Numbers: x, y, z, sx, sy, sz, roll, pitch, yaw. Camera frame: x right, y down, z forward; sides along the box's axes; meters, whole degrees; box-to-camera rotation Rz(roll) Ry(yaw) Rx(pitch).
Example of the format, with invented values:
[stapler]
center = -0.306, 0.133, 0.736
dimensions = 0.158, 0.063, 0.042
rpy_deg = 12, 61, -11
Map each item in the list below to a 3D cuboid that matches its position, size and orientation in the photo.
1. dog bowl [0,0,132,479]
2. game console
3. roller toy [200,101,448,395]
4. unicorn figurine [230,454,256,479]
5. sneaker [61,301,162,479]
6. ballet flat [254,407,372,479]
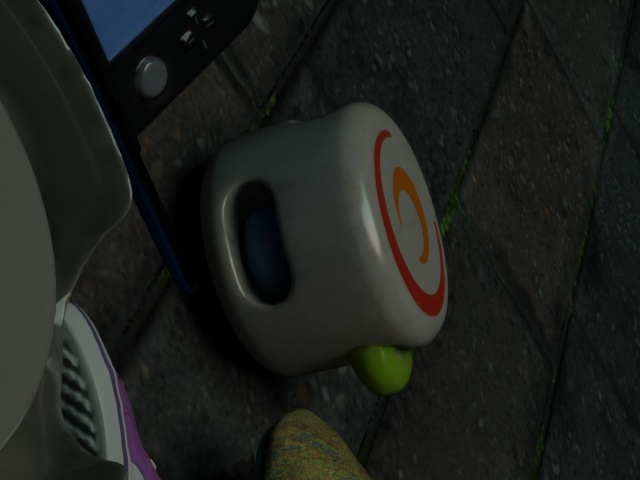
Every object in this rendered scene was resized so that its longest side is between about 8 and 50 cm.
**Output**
[dog bowl]
center = -0.217, -0.006, 0.552
dimensions = 0.349, 0.102, 0.349
rpy_deg = 38, 40, -41
[game console]
center = -0.097, -0.164, 0.821
dimensions = 0.250, 0.173, 0.293
rpy_deg = -49, 141, -28
[roller toy]
center = 0.000, 0.000, 1.074
dimensions = 0.209, 0.146, 0.191
rpy_deg = -82, 151, -49
[unicorn figurine]
center = -0.018, 0.200, 1.026
dimensions = 0.111, 0.060, 0.162
rpy_deg = 64, 14, 7
[sneaker]
center = -0.118, 0.163, 0.834
dimensions = 0.161, 0.102, 0.282
rpy_deg = -18, 99, -65
[ballet flat]
center = 0.037, 0.281, 0.934
dimensions = 0.123, 0.123, 0.348
rpy_deg = -6, 91, -61
